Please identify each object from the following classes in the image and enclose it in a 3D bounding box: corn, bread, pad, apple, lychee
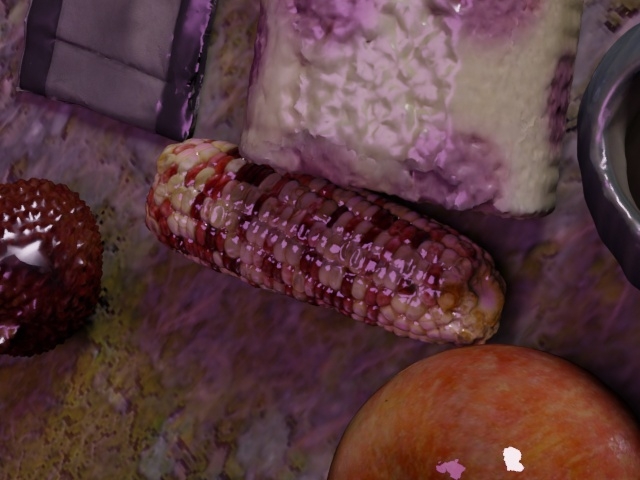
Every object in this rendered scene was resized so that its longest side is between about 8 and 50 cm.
[{"bbox_3d":[0.000,0.000,0.906,0.253,0.086,0.086,21,102,29],"label":"corn"},{"bbox_3d":[0.064,-0.192,0.822,0.187,0.155,0.338,12,97,26],"label":"bread"},{"bbox_3d":[-0.138,-0.201,1.021,0.174,0.022,0.233,19,102,29],"label":"pad"},{"bbox_3d":[0.096,0.151,0.801,0.188,0.174,0.188,0,90,34],"label":"apple"},{"bbox_3d":[-0.209,0.018,1.017,0.123,0.129,0.123,22,144,17],"label":"lychee"}]

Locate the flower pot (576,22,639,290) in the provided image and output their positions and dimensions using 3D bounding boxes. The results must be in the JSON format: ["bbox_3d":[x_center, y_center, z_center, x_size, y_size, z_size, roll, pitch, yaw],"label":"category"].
[{"bbox_3d":[0.245,-0.026,0.716,0.243,0.157,0.189,37,108,26],"label":"flower pot"}]
